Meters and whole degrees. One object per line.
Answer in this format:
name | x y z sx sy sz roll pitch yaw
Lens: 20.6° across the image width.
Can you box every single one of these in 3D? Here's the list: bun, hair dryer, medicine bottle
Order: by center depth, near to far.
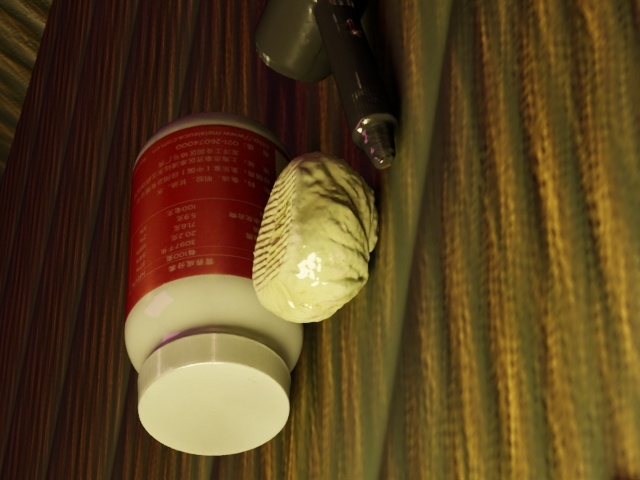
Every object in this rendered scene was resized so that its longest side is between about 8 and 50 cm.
bun | 0.000 0.000 1.173 0.115 0.069 0.115 -165 90 -73
hair dryer | 0.017 -0.119 1.250 0.248 0.070 0.114 -108 35 -45
medicine bottle | -0.078 0.028 1.301 0.250 0.131 0.131 -94 24 -43
